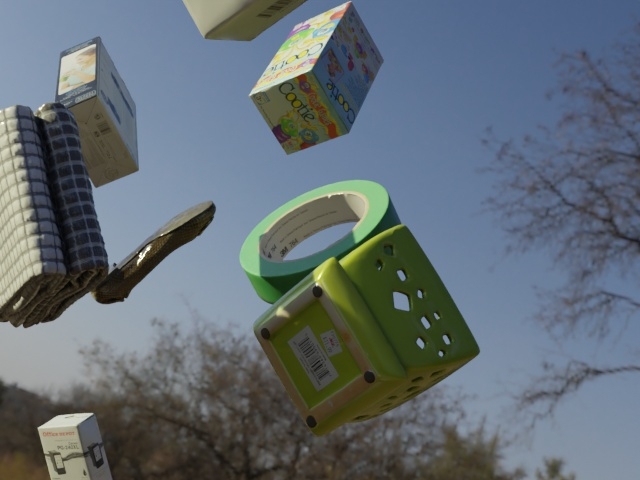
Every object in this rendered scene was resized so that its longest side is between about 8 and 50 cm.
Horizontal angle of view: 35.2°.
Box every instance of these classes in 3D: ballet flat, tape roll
[{"bbox_3d":[-0.267,0.023,1.647,0.058,0.250,0.084,53,-4,-15],"label":"ballet flat"},{"bbox_3d":[0.000,0.000,1.984,0.321,0.321,0.077,2,-53,45],"label":"tape roll"}]

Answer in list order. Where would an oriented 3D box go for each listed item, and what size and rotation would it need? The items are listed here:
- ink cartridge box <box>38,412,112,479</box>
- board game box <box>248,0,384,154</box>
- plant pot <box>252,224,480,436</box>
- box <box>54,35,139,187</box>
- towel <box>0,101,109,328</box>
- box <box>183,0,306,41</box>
[{"bbox_3d":[-0.492,0.430,2.023,0.109,0.151,0.063,-9,8,28],"label":"ink cartridge box"},{"bbox_3d":[-0.002,-0.308,1.903,0.142,0.275,0.144,-17,-60,30],"label":"board game box"},{"bbox_3d":[0.050,0.139,1.443,0.227,0.228,0.207,-40,-14,37],"label":"plant pot"},{"bbox_3d":[-0.414,-0.243,1.874,0.087,0.290,0.169,-22,-56,3],"label":"box"},{"bbox_3d":[-0.379,-0.023,1.335,0.121,0.235,0.283,-9,-14,-32],"label":"towel"},{"bbox_3d":[-0.141,-0.504,1.517,0.215,0.345,0.168,-29,-1,23],"label":"box"}]
